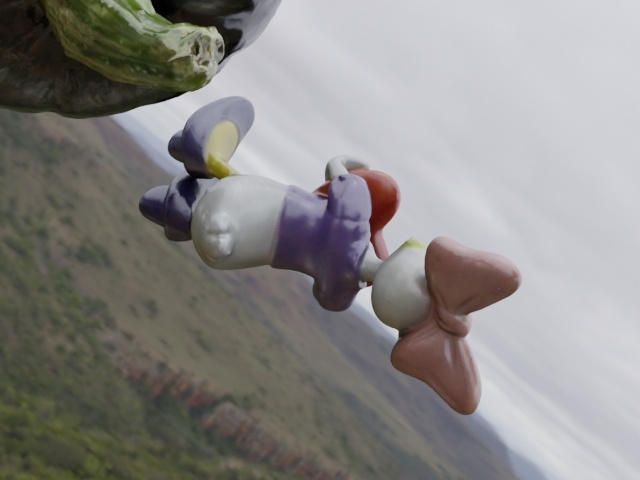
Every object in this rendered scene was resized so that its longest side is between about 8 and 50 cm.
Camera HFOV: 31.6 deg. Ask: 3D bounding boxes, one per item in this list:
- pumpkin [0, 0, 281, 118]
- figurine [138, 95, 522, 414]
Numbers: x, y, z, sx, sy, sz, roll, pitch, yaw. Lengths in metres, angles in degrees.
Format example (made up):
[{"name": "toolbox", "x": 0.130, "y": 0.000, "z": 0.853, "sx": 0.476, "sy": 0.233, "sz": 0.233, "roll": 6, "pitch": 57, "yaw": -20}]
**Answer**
[{"name": "pumpkin", "x": -0.144, "y": -0.184, "z": 0.652, "sx": 0.296, "sy": 0.296, "sz": 0.296, "roll": 39, "pitch": -1, "yaw": 1}, {"name": "figurine", "x": -0.001, "y": -0.003, "z": 1.056, "sx": 0.421, "sy": 0.154, "sz": 0.193, "roll": 23, "pitch": 23, "yaw": 25}]
